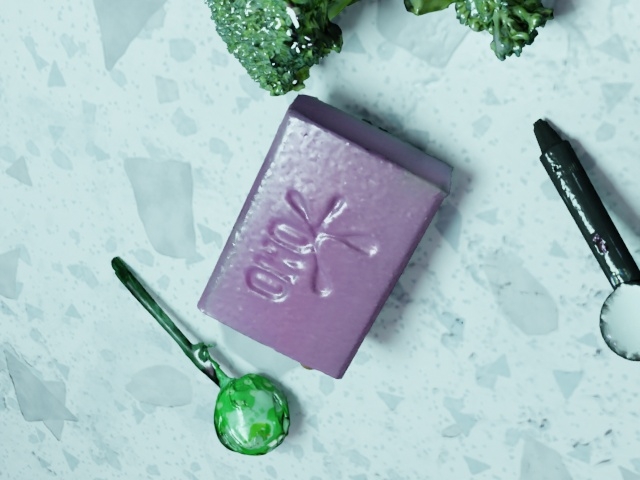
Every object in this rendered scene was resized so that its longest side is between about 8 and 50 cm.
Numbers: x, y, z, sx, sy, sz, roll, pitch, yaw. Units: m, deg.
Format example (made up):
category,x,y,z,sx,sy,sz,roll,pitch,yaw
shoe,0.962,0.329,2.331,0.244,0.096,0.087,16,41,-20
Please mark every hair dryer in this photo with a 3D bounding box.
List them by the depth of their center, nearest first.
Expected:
category,x,y,z,sx,sy,sz,roll,pitch,yaw
hair dryer,0.267,-0.005,1.003,0.070,0.114,0.248,-37,71,31

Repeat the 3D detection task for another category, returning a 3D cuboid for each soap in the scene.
category,x,y,z,sx,sy,sz,roll,pitch,yaw
soap,0.000,0.001,1.110,0.181,0.081,0.259,28,115,-1

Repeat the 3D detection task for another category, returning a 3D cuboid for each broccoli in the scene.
category,x,y,z,sx,sy,sz,roll,pitch,yaw
broccoli,0.127,-0.241,0.919,0.154,0.160,0.167,33,142,47
broccoli,-0.030,-0.249,1.002,0.176,0.198,0.226,-35,126,5

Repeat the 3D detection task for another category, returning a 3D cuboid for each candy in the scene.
category,x,y,z,sx,sy,sz,roll,pitch,yaw
candy,-0.159,0.135,1.328,0.323,0.097,0.097,46,128,13

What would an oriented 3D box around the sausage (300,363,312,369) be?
category,x,y,z,sx,sy,sz,roll,pitch,yaw
sausage,0.006,0.075,1.213,0.043,0.043,0.186,23,123,20
